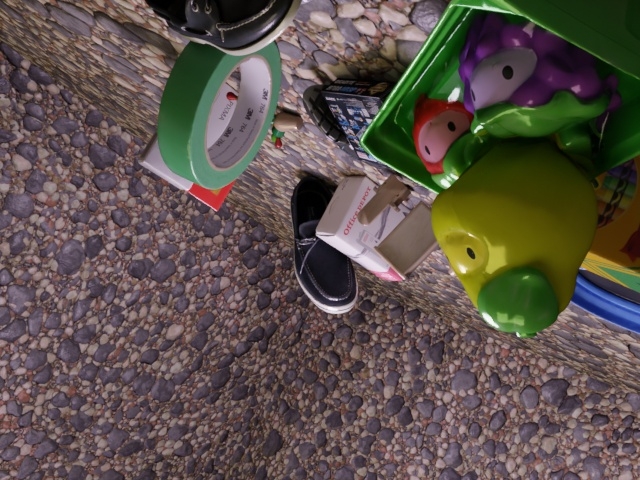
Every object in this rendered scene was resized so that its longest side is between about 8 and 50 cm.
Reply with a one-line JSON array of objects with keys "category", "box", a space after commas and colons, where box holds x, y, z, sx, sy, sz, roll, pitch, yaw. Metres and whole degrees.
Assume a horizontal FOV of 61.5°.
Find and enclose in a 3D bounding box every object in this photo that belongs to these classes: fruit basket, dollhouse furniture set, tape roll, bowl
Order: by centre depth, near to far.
[{"category": "fruit basket", "box": [0.200, -0.095, 0.625, 0.283, 0.392, 0.392, 29, 170, -3]}, {"category": "tape roll", "box": [-0.189, -0.262, 1.063, 0.077, 0.321, 0.321, 26, 170, 13]}, {"category": "bowl", "box": [0.729, 0.125, 1.224, 0.391, 0.077, 0.391, 28, 171, 5]}, {"category": "dollhouse furniture set", "box": [0.277, 0.015, 1.484, 0.303, 0.174, 0.355, 47, -172, 22]}]

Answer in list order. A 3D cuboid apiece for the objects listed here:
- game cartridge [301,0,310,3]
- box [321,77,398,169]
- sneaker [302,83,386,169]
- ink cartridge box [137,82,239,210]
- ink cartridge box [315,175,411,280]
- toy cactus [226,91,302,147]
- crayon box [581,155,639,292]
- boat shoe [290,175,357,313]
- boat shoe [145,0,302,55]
[{"category": "game cartridge", "box": [-0.156, -0.448, 0.817, 0.294, 0.060, 0.196, 21, 164, 38]}, {"category": "box", "box": [0.107, -0.218, 1.021, 0.175, 0.051, 0.220, 55, 168, -30]}, {"category": "sneaker", "box": [0.050, -0.239, 1.177, 0.267, 0.101, 0.106, 35, 171, -33]}, {"category": "ink cartridge box", "box": [-0.293, -0.262, 1.429, 0.261, 0.296, 0.066, 34, 169, -34]}, {"category": "ink cartridge box", "box": [0.156, -0.034, 1.612, 0.283, 0.207, 0.117, 33, 167, -28]}, {"category": "toy cactus", "box": [-0.136, -0.306, 1.397, 0.181, 0.112, 0.219, 12, 155, 28]}, {"category": "crayon box", "box": [0.446, -0.043, 0.772, 0.319, 0.202, 0.081, 25, 169, 17]}, {"category": "boat shoe", "box": [0.000, 0.000, 1.713, 0.187, 0.500, 0.156, -7, 146, -9]}, {"category": "boat shoe", "box": [-0.158, -0.356, 0.776, 0.113, 0.127, 0.340, 22, -173, -43]}]
